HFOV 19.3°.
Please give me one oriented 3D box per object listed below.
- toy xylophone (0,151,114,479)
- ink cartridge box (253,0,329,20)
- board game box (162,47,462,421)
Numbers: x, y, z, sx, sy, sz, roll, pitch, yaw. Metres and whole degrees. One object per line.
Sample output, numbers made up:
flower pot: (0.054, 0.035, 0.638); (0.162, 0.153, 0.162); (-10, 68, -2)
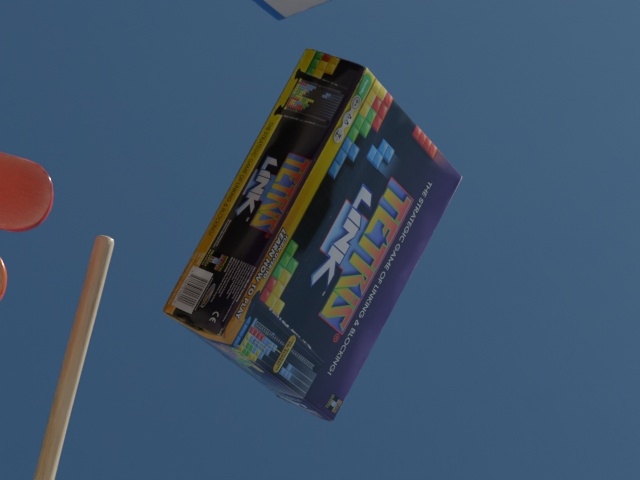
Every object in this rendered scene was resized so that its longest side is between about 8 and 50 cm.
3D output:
toy xylophone: (-0.242, 0.053, 1.025); (0.236, 0.081, 0.323); (7, -100, -1)
ink cartridge box: (-0.038, -0.252, 1.077); (0.086, 0.148, 0.203); (-21, -112, 20)
board game box: (0.000, 0.000, 1.065); (0.048, 0.141, 0.170); (21, -102, 36)
